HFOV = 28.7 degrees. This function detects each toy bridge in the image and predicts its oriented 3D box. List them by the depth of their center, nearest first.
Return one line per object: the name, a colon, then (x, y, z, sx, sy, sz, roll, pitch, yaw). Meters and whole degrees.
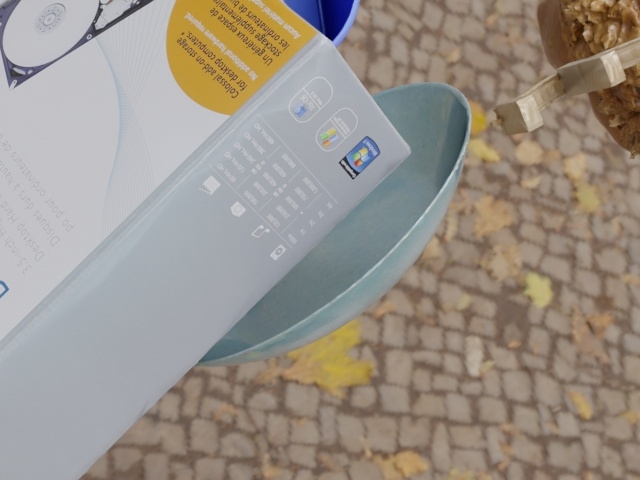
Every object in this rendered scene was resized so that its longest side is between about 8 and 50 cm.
toy bridge: (0.201, -0.123, 0.936, 0.188, 0.063, 0.026, -27, 100, -22)

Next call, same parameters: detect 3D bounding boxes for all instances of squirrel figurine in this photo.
squirrel figurine: (0.419, -0.158, 1.501, 0.397, 0.281, 0.371, -4, 80, -70)

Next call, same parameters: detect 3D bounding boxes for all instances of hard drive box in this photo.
hard drive box: (-0.107, -0.025, 0.555, 0.181, 0.232, 0.089, 44, -1, 40)

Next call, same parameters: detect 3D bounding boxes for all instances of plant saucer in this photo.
plant saucer: (0.000, 0.000, 0.609, 0.037, 0.195, 0.195, 51, 51, -23)

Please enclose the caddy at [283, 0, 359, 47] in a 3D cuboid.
caddy: (-0.089, -0.314, 1.356, 0.241, 0.179, 0.341, -4, 72, -14)
